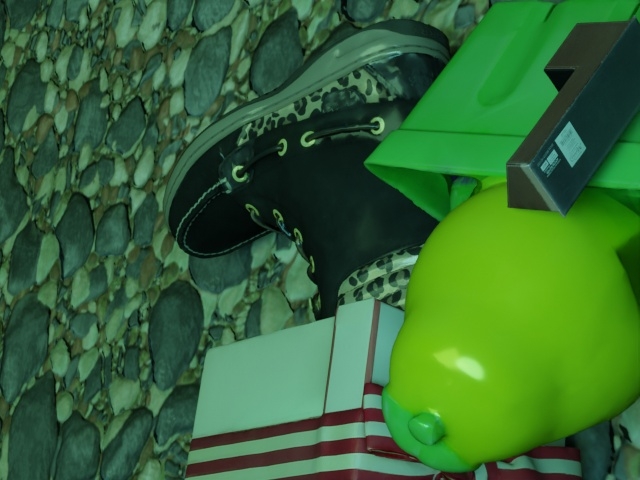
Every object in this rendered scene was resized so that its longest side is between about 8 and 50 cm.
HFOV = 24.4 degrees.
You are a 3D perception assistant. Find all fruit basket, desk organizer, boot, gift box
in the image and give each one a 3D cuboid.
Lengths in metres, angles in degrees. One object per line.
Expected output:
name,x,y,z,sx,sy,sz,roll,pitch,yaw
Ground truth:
fruit basket,0.198,0.016,1.031,0.392,0.283,0.392,-27,48,34
desk organizer,0.158,-0.079,0.930,0.050,0.047,0.130,7,54,52
boot,0.000,0.000,1.392,0.377,0.138,0.284,-32,58,34
gift box,0.056,0.218,1.183,0.258,0.255,0.276,-20,61,47
